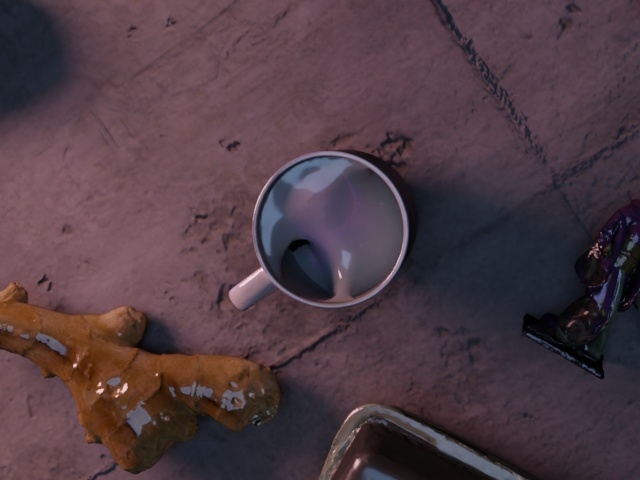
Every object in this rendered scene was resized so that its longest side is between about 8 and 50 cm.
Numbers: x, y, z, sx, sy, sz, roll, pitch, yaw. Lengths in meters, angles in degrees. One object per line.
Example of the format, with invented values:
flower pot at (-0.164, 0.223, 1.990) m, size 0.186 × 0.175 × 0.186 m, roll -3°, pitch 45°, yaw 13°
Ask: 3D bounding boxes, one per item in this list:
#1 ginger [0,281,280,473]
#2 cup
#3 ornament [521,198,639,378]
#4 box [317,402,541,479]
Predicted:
ginger at (-0.208, 0.130, 1.135) m, size 0.334 × 0.081 × 0.147 m, roll 25°, pitch 96°, yaw 6°
cup at (0.012, 0.002, 1.047) m, size 0.134 × 0.142 × 0.173 m, roll 24°, pitch 100°, yaw 7°
ornament at (0.272, 0.023, 1.028) m, size 0.081 × 0.088 × 0.203 m, roll 37°, pitch 100°, yaw 4°
box at (0.118, 0.294, 1.047) m, size 0.291 × 0.166 × 0.220 m, roll 27°, pitch 101°, yaw 8°
